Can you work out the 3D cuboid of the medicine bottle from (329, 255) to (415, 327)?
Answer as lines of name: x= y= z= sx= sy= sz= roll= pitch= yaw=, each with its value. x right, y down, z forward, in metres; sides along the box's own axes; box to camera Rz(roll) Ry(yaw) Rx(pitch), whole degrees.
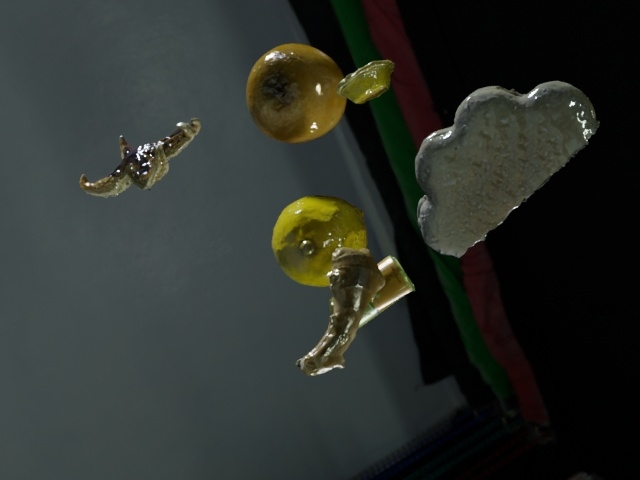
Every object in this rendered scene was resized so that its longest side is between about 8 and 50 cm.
medicine bottle: x=0.137 y=0.152 z=1.835 sx=0.124 sy=0.239 sz=0.124 roll=54 pitch=2 yaw=-3

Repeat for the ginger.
ginger: x=0.040 y=0.142 z=1.355 sx=0.131 sy=0.294 sz=0.086 roll=36 pitch=-19 yaw=-25

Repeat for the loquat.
loquat: x=-0.062 y=-0.380 z=1.714 sx=0.263 sy=0.263 sz=0.263 roll=56 pitch=-14 yaw=23

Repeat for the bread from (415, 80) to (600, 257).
bread: x=0.266 y=-0.132 z=1.060 sx=0.183 sy=0.337 sz=0.102 roll=43 pitch=25 yaw=-2

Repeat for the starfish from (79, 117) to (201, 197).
starfish: x=-0.304 y=-0.138 z=1.124 sx=0.071 sy=0.238 sz=0.216 roll=62 pitch=4 yaw=-24

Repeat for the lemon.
lemon: x=0.000 y=0.000 z=1.604 sx=0.233 sy=0.234 sz=0.288 roll=61 pitch=17 yaw=6

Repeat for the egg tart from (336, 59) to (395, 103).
egg tart: x=0.075 y=-0.247 z=1.045 sx=0.039 sy=0.105 sz=0.105 roll=65 pitch=-13 yaw=4
